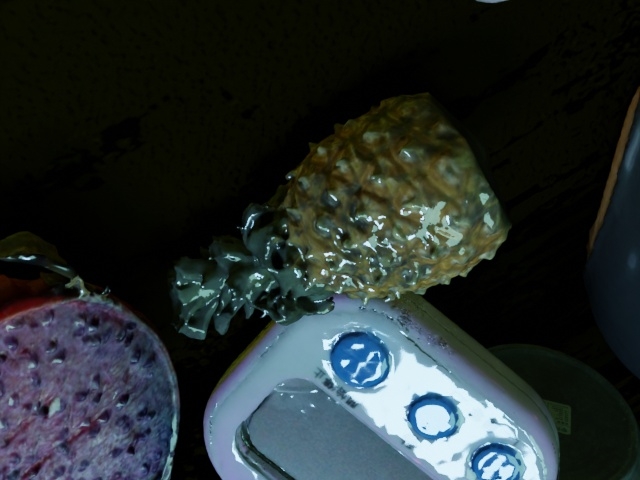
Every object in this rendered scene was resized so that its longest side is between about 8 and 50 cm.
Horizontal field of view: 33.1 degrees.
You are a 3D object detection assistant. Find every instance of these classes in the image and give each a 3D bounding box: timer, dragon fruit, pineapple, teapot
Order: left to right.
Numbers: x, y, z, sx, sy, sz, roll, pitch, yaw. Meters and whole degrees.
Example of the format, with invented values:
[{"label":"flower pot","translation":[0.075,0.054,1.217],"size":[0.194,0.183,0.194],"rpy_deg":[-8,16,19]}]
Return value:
[{"label":"dragon fruit","translation":[-0.198,0.102,0.572],"size":[0.218,0.148,0.223],"rpy_deg":[-49,140,-21]},{"label":"pineapple","translation":[0.000,0.000,0.578],"size":[0.198,0.108,0.108],"rpy_deg":[-26,145,12]},{"label":"timer","translation":[0.038,0.128,0.700],"size":[0.208,0.069,0.191],"rpy_deg":[39,117,-4]},{"label":"teapot","translation":[0.129,0.203,0.846],"size":[0.203,0.171,0.225],"rpy_deg":[18,130,7]}]

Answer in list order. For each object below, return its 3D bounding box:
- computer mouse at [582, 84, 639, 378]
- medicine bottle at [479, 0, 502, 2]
[{"label":"computer mouse","translation":[0.259,0.013,0.680],"size":[0.116,0.183,0.323],"rpy_deg":[-43,151,-27]},{"label":"medicine bottle","translation":[0.141,-0.184,0.389],"size":[0.247,0.147,0.147],"rpy_deg":[-19,144,-10]}]
